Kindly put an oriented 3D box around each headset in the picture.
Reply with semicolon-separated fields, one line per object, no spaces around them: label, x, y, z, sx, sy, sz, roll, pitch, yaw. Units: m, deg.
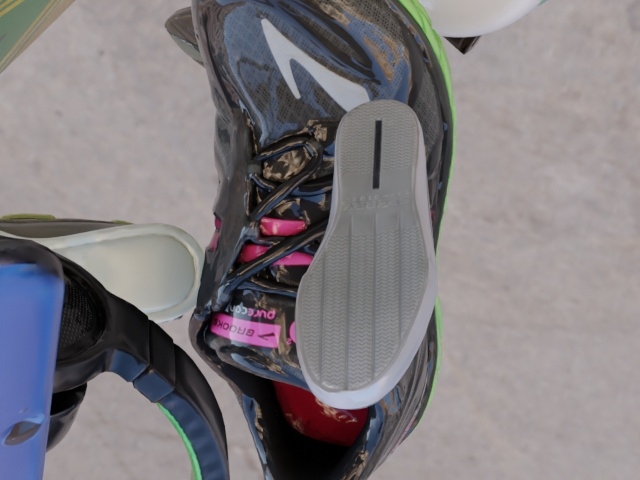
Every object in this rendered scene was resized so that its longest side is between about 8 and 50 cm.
headset;-0.222;0.107;0.837;0.394;0.185;0.243;39;108;-24

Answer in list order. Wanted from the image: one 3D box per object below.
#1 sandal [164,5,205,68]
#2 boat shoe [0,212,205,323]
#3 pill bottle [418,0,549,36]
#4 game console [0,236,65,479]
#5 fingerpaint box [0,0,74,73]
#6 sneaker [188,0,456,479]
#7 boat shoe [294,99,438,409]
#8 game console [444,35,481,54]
sandal;-0.040;-0.183;1.308;0.219;0.060;0.090;-11;128;48
boat shoe;-0.248;0.032;1.279;0.304;0.109;0.091;-1;180;-10
pill bottle;0.181;-0.309;1.297;0.204;0.361;0.204;15;120;29
game console;-0.234;0.040;0.497;0.250;0.173;0.293;40;151;10
fingerpaint box;-0.371;-0.243;0.910;0.445;0.371;0.163;46;176;0
sneaker;0.000;0.000;1.140;0.185;0.202;0.483;1;123;19
boat shoe;0.039;0.017;0.973;0.083;0.226;0.076;1;142;16
game console;0.112;-0.306;2.117;0.213;0.044;0.361;43;159;5
